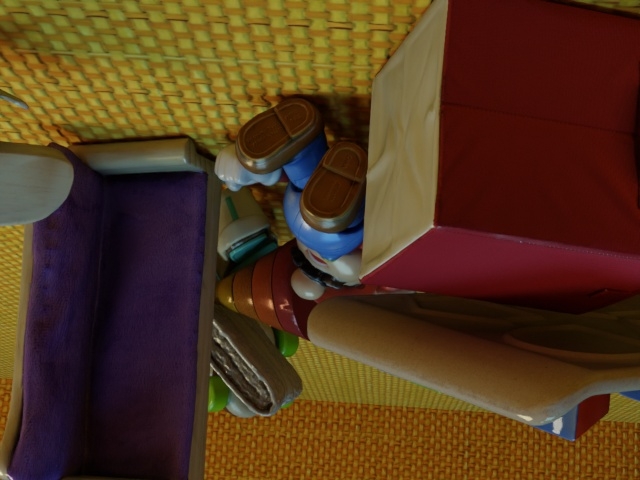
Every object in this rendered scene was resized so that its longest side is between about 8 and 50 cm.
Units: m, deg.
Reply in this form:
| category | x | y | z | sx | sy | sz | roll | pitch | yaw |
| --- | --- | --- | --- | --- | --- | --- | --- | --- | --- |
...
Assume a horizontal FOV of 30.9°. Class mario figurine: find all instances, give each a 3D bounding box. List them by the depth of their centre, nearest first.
| category | x | y | z | sx | sy | sz | roll | pitch | yaw |
| --- | --- | --- | --- | --- | --- | --- | --- | --- | --- |
| mario figurine | 0.000 | 0.000 | 1.136 | 0.170 | 0.198 | 0.320 | -13 | 158 | 8 |

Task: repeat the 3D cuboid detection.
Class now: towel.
| category | x | y | z | sx | sy | sz | roll | pitch | yaw |
| --- | --- | --- | --- | --- | --- | --- | --- | --- | --- |
| towel | -0.128 | 0.088 | 1.393 | 0.049 | 0.282 | 0.187 | -42 | 173 | 7 |

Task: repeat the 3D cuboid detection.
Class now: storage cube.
| category | x | y | z | sx | sy | sz | roll | pitch | yaw |
| --- | --- | --- | --- | --- | --- | --- | --- | --- | --- |
| storage cube | 0.148 | -0.057 | 0.872 | 0.193 | 0.184 | 0.215 | 9 | 165 | -13 |

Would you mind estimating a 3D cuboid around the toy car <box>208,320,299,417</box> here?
| category | x | y | z | sx | sy | sz | roll | pitch | yaw |
| --- | --- | --- | --- | --- | --- | --- | --- | --- | --- |
| toy car | -0.151 | 0.180 | 1.745 | 0.155 | 0.149 | 0.188 | 4 | 180 | -41 |

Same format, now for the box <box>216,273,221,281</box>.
| category | x | y | z | sx | sy | sz | roll | pitch | yaw |
| --- | --- | --- | --- | --- | --- | --- | --- | --- | --- |
| box | -0.164 | 0.076 | 1.717 | 0.244 | 0.060 | 0.100 | 14 | 162 | -33 |

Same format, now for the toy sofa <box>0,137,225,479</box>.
| category | x | y | z | sx | sy | sz | roll | pitch | yaw |
| --- | --- | --- | --- | --- | --- | --- | --- | --- | --- |
| toy sofa | -0.196 | 0.081 | 1.158 | 0.150 | 0.363 | 0.177 | -1 | 170 | 22 |

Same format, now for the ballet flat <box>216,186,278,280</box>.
| category | x | y | z | sx | sy | sz | roll | pitch | yaw |
| --- | --- | --- | --- | --- | --- | --- | --- | --- | --- |
| ballet flat | -0.096 | -0.006 | 1.365 | 0.086 | 0.086 | 0.248 | 5 | 165 | -3 |

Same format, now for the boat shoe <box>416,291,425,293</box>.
| category | x | y | z | sx | sy | sz | roll | pitch | yaw |
| --- | --- | --- | --- | --- | --- | --- | --- | --- | --- |
| boat shoe | 0.218 | 0.132 | 1.750 | 0.301 | 0.108 | 0.102 | -5 | 163 | 7 |

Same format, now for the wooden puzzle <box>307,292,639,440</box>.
| category | x | y | z | sx | sy | sz | roll | pitch | yaw |
| --- | --- | --- | --- | --- | --- | --- | --- | --- | --- |
| wooden puzzle | 0.211 | 0.097 | 0.989 | 0.347 | 0.081 | 0.322 | -6 | -170 | -33 |

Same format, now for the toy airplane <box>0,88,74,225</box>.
| category | x | y | z | sx | sy | sz | roll | pitch | yaw |
| --- | --- | --- | --- | --- | --- | --- | --- | --- | --- |
| toy airplane | -0.423 | -0.066 | 0.848 | 0.384 | 0.272 | 0.386 | -29 | 146 | 3 |

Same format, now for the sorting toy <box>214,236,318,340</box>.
| category | x | y | z | sx | sy | sz | roll | pitch | yaw |
| --- | --- | --- | --- | --- | --- | --- | --- | --- | --- |
| sorting toy | -0.027 | 0.056 | 1.420 | 0.126 | 0.127 | 0.365 | -5 | 179 | 18 |
